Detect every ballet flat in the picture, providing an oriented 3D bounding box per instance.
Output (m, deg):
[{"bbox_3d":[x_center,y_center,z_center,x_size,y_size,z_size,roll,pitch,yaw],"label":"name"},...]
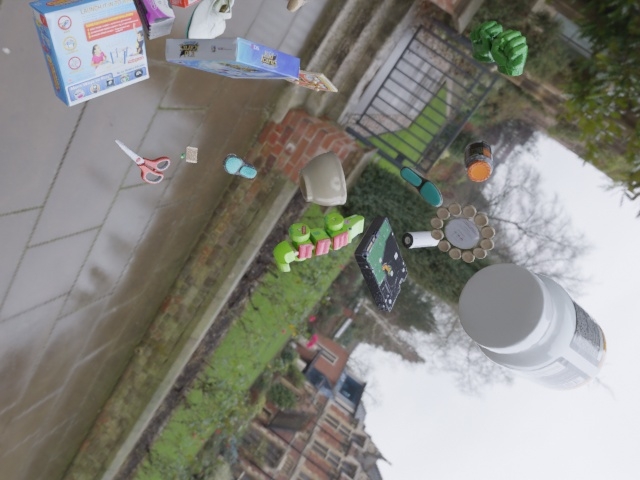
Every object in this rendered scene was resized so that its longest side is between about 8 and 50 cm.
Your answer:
[{"bbox_3d":[-0.313,-0.279,1.837,0.074,0.074,0.203,-54,157,8],"label":"ballet flat"},{"bbox_3d":[-0.433,-0.906,2.010,0.139,0.139,0.400,121,-18,-50],"label":"ballet flat"},{"bbox_3d":[0.401,-0.217,1.934,0.068,0.213,0.072,-20,150,-54],"label":"ballet flat"}]

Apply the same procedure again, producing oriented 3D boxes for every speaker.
[{"bbox_3d":[0.348,-0.005,1.723,0.136,0.055,0.055,-4,141,-37],"label":"speaker"}]

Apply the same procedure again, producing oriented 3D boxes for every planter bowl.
[{"bbox_3d":[-0.002,-0.171,1.445,0.109,0.162,0.162,-15,165,-11],"label":"planter bowl"}]

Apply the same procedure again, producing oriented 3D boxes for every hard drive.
[{"bbox_3d":[0.257,0.100,2.076,0.237,0.064,0.339,-58,137,-36],"label":"hard drive"}]

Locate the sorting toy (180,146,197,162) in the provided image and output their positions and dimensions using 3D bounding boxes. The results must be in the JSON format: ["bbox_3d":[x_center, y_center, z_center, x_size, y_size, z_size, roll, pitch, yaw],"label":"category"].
[{"bbox_3d":[-0.541,-0.354,2.045,0.083,0.012,0.062,-1,99,-56],"label":"sorting toy"}]

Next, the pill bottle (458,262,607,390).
[{"bbox_3d":[0.349,0.144,0.816,0.278,0.162,0.162,31,98,-41],"label":"pill bottle"}]

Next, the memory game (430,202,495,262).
[{"bbox_3d":[0.390,-0.022,1.377,0.012,0.186,0.186,-41,168,-43],"label":"memory game"}]

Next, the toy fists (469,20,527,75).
[{"bbox_3d":[0.666,-0.732,1.878,0.096,0.279,0.142,-18,133,-15],"label":"toy fists"}]

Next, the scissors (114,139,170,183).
[{"bbox_3d":[-0.582,-0.245,1.595,0.109,0.021,0.297,-51,166,8],"label":"scissors"}]

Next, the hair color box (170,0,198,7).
[{"bbox_3d":[-0.473,-0.783,1.561,0.093,0.167,0.053,-58,163,-44],"label":"hair color box"}]

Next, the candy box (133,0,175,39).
[{"bbox_3d":[-0.436,-0.618,1.270,0.071,0.159,0.233,-22,-161,-15],"label":"candy box"}]

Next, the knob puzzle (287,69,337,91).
[{"bbox_3d":[-0.056,-0.568,1.784,0.213,0.213,0.030,-8,112,-83],"label":"knob puzzle"}]

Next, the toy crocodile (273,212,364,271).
[{"bbox_3d":[0.000,0.000,1.602,0.340,0.105,0.115,-18,137,-25],"label":"toy crocodile"}]

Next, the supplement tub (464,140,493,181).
[{"bbox_3d":[0.673,-0.336,2.123,0.117,0.117,0.190,-57,-173,39],"label":"supplement tub"}]

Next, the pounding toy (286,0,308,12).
[{"bbox_3d":[-0.068,-0.842,1.541,0.154,0.269,0.155,-31,147,27],"label":"pounding toy"}]

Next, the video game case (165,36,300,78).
[{"bbox_3d":[-0.229,-0.484,1.339,0.269,0.244,0.061,-12,110,-58],"label":"video game case"}]

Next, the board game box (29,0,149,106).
[{"bbox_3d":[-0.718,-0.626,1.590,0.308,0.086,0.302,-37,153,-35],"label":"board game box"}]
